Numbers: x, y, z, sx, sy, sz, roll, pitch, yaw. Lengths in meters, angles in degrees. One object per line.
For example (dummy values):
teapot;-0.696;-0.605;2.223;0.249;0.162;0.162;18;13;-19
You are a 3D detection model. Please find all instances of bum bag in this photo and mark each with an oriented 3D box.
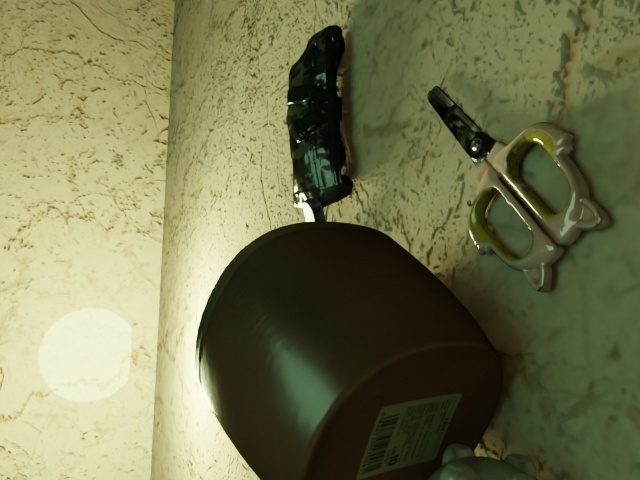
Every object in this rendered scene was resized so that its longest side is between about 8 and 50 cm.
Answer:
bum bag;-0.010;-0.211;0.931;0.144;0.095;0.341;-16;72;45

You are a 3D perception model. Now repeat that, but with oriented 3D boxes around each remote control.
remote control;-0.001;0.001;0.885;0.043;0.027;0.153;23;131;49

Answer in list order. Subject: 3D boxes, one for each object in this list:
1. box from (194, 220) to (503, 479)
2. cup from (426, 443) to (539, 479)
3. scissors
box;0.032;0.143;0.575;0.216;0.300;0.301;42;122;52
cup;0.151;0.272;0.463;0.173;0.134;0.142;84;-168;-87
scissors;0.188;-0.090;0.594;0.160;0.024;0.318;-64;34;35
